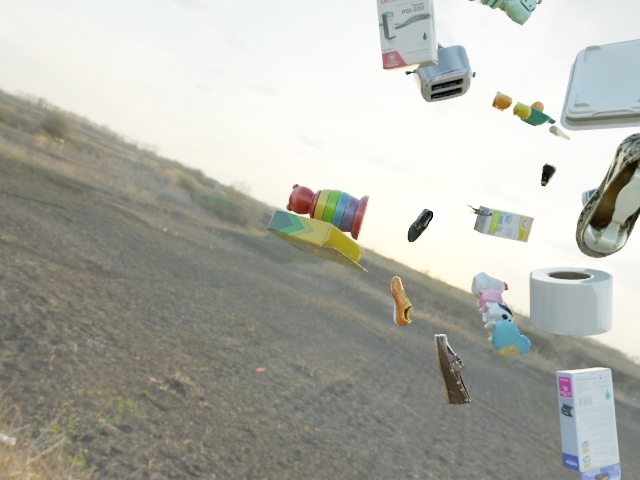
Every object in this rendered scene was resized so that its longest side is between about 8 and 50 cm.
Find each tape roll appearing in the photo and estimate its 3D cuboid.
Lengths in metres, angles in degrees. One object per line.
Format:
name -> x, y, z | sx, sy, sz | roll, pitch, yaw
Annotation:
tape roll -> 0.808, 0.191, 1.554 | 0.246, 0.169, 0.246 | -5, 8, 1

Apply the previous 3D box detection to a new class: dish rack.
dish rack -> 0.861, -0.467, 1.382 | 0.285, 0.333, 0.072 | 5, -29, 36

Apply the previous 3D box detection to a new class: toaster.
toaster -> 0.416, -0.573, 1.660 | 0.226, 0.147, 0.129 | -11, -32, 3

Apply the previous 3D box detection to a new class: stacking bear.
stacking bear -> 0.021, -0.122, 1.763 | 0.288, 0.176, 0.164 | 16, 4, 6

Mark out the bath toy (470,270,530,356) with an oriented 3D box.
bath toy -> 0.601, 0.237, 1.620 | 0.128, 0.152, 0.348 | 4, 29, 4

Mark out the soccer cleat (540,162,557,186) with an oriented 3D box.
soccer cleat -> 0.990, -0.284, 2.092 | 0.060, 0.072, 0.179 | 25, -2, 26

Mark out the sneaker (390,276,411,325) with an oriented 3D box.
sneaker -> 0.289, 0.213, 1.695 | 0.067, 0.175, 0.064 | -16, -14, 35

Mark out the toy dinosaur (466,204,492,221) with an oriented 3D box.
toy dinosaur -> 0.625, -0.115, 1.865 | 0.082, 0.047, 0.090 | 7, 45, -24

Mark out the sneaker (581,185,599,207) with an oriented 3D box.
sneaker -> 1.138, -0.163, 1.879 | 0.127, 0.126, 0.321 | -13, -1, 44

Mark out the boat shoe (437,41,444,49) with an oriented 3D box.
boat shoe -> 0.409, -0.696, 1.747 | 0.178, 0.060, 0.064 | 20, 36, -30

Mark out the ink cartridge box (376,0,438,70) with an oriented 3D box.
ink cartridge box -> 0.259, -0.628, 1.424 | 0.158, 0.218, 0.092 | -3, 9, 25

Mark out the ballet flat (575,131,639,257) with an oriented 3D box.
ballet flat -> 0.907, -0.090, 1.472 | 0.164, 0.483, 0.182 | 15, 43, 17

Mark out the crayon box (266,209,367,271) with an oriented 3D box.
crayon box -> 0.000, 0.000, 1.570 | 0.318, 0.081, 0.202 | 17, -12, 42

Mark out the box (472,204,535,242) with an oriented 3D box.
box -> 0.753, -0.069, 1.971 | 0.203, 0.114, 0.103 | 11, 11, -9

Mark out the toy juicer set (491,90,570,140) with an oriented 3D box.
toy juicer set -> 0.787, -0.472, 1.762 | 0.329, 0.090, 0.209 | 32, 20, 15

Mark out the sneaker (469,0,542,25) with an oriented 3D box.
sneaker -> 0.498, -0.649, 1.286 | 0.151, 0.255, 0.094 | 55, -38, 9

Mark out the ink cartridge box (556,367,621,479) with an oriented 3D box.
ink cartridge box -> 0.764, 0.529, 1.365 | 0.185, 0.311, 0.065 | 4, -12, -28

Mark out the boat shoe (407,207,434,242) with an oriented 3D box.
boat shoe -> 0.338, -0.050, 1.625 | 0.048, 0.133, 0.042 | 30, 5, -17

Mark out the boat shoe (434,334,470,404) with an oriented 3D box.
boat shoe -> 0.374, 0.363, 1.354 | 0.073, 0.207, 0.073 | -12, 7, 27
